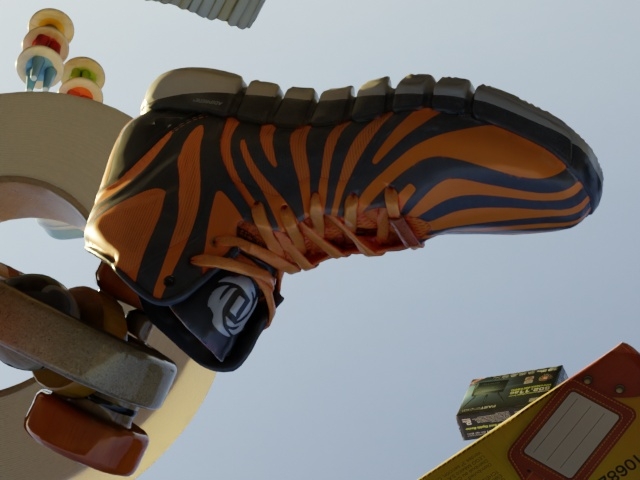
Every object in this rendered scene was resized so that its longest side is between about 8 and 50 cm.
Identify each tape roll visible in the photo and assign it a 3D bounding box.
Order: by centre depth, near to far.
[{"bbox_3d":[-0.271,0.051,1.246,0.392,0.072,0.392,-4,-117,8],"label":"tape roll"}]

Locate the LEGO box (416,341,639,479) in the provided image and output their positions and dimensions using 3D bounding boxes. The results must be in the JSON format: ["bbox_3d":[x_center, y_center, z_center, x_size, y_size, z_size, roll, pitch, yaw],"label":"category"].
[{"bbox_3d":[0.118,0.372,1.191,0.500,0.372,0.193,-32,-131,-12],"label":"LEGO box"}]

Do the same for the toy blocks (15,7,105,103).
[{"bbox_3d":[-0.288,-0.177,1.642,0.054,0.123,0.148,-24,-149,13],"label":"toy blocks"}]

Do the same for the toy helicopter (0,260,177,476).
[{"bbox_3d":[-0.257,0.021,0.965,0.355,0.140,0.235,25,178,18],"label":"toy helicopter"}]

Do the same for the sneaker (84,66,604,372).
[{"bbox_3d":[0.000,0.000,0.885,0.321,0.124,0.180,5,-124,31],"label":"sneaker"}]

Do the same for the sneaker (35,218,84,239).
[{"bbox_3d":[-0.182,0.004,1.798,0.319,0.208,0.127,-12,-150,-19],"label":"sneaker"}]

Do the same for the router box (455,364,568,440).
[{"bbox_3d":[0.232,0.195,1.775,0.123,0.038,0.092,-13,-161,24],"label":"router box"}]

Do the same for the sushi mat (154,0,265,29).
[{"bbox_3d":[-0.015,-0.233,0.640,0.151,0.316,0.019,7,-141,-38],"label":"sushi mat"}]
